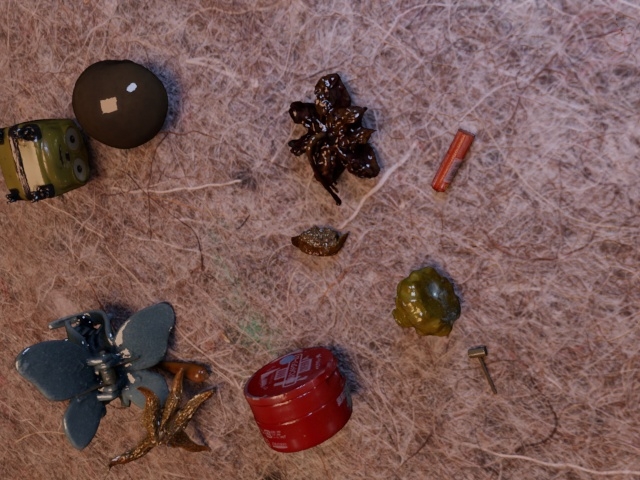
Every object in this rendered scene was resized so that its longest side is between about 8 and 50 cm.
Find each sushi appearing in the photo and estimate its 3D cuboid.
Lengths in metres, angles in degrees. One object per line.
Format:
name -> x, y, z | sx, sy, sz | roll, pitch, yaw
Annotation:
sushi -> 0.000, 0.000, 1.157 | 0.120, 0.052, 0.055 | 9, 127, 27

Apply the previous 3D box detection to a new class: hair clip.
hair clip -> -0.603, 0.352, 1.476 | 0.238, 0.392, 0.318 | 8, 113, 54

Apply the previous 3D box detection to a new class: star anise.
star anise -> 0.023, -0.200, 1.029 | 0.190, 0.126, 0.220 | -40, 84, 29

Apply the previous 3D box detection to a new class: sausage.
sausage -> 0.241, -0.141, 0.986 | 0.034, 0.034, 0.129 | 30, 120, 15

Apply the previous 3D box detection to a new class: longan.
longan -> -0.446, -0.304, 1.197 | 0.220, 0.196, 0.196 | 3, 110, 21

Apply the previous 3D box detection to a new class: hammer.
hammer -> 0.339, 0.270, 1.096 | 0.035, 0.019, 0.110 | -19, 101, 32

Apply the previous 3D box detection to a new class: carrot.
carrot -> -0.402, 0.363, 1.510 | 0.216, 0.048, 0.048 | 3, 109, 32

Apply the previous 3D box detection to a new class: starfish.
starfish -> -0.395, 0.487, 1.448 | 0.084, 0.302, 0.293 | 41, 116, 52

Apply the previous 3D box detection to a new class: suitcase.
suitcase -> -0.689, -0.205, 1.343 | 0.143, 0.235, 0.193 | -5, 107, 9

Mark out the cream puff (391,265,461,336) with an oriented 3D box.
cream puff -> 0.199, 0.129, 1.057 | 0.146, 0.146, 0.116 | 52, 140, 2

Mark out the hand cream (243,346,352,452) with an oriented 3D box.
hand cream -> -0.049, 0.358, 1.213 | 0.230, 0.230, 0.149 | -13, 101, 31
